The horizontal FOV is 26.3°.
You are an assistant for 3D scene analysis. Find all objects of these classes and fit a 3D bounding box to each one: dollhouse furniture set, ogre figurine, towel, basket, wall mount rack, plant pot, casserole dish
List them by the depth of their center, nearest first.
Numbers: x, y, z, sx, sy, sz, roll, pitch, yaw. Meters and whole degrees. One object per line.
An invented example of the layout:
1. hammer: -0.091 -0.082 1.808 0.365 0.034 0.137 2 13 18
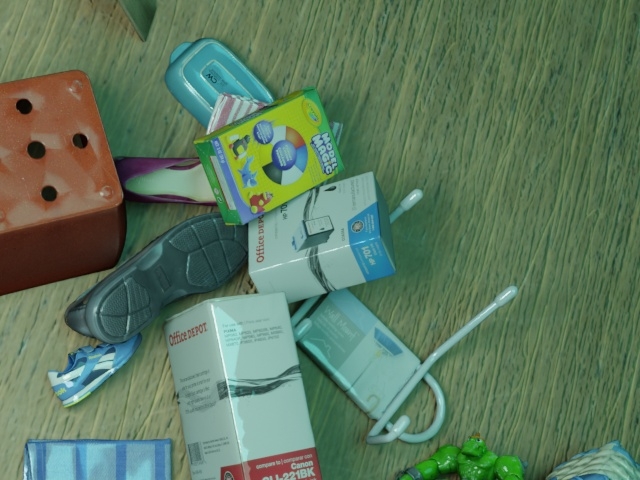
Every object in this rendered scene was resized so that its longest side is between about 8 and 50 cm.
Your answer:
1. plant pot: -0.387 -0.085 1.750 0.267 0.236 0.267 -15 84 -25
2. towel: -0.289 0.401 1.792 0.209 0.034 0.285 4 76 -23
3. ogre figurine: 0.209 0.343 1.959 0.097 0.197 0.118 59 44 -16
4. basket: 0.395 0.450 1.965 0.255 0.201 0.289 54 34 -4
5. dollhouse furniture set: -0.317 -0.386 1.966 0.151 0.123 0.144 10 71 15
6. wall mount rack: 0.102 0.114 1.973 0.350 0.130 0.304 45 65 -9
7. towel: -0.073 -0.123 1.979 0.197 0.029 0.144 13 99 -20
8. casserole dish: -0.139 -0.218 1.998 0.188 0.037 0.114 45 65 -7

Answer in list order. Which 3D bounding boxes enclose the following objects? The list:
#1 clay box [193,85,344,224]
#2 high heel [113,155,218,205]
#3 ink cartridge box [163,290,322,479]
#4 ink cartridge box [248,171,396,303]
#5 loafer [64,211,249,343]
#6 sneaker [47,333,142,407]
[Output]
1. clay box: -0.058 -0.124 1.911 0.222 0.053 0.127 -30 108 -31
2. high heel: -0.169 -0.081 1.883 0.244 0.117 0.082 9 103 -19
3. ink cartridge box: -0.107 0.217 1.822 0.114 0.197 0.273 -9 82 -26
4. ink cartridge box: 0.000 0.000 1.903 0.191 0.082 0.139 -15 43 10
5. loafer: -0.222 0.041 1.870 0.302 0.095 0.109 -34 114 -41
6. sneaker: -0.300 0.160 1.832 0.144 0.053 0.059 -40 93 -27
